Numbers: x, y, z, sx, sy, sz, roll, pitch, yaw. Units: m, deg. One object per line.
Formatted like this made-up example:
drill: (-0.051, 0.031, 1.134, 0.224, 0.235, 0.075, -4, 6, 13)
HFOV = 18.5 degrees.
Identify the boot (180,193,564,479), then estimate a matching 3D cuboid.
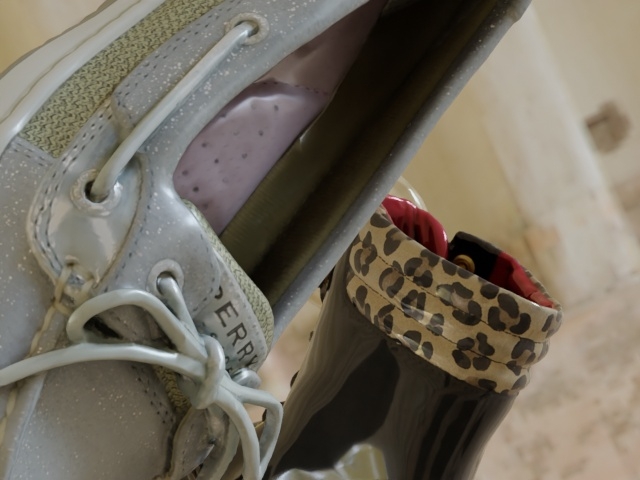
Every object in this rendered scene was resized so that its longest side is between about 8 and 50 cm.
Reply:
boot: (0.001, 0.106, 1.244, 0.138, 0.284, 0.377, 20, 10, -25)

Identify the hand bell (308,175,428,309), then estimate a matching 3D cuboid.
hand bell: (0.000, 0.000, 1.446, 0.126, 0.126, 0.242, -24, -5, 12)

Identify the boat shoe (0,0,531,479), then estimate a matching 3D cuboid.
boat shoe: (-0.027, -0.016, 0.593, 0.103, 0.118, 0.320, 13, 51, 28)
